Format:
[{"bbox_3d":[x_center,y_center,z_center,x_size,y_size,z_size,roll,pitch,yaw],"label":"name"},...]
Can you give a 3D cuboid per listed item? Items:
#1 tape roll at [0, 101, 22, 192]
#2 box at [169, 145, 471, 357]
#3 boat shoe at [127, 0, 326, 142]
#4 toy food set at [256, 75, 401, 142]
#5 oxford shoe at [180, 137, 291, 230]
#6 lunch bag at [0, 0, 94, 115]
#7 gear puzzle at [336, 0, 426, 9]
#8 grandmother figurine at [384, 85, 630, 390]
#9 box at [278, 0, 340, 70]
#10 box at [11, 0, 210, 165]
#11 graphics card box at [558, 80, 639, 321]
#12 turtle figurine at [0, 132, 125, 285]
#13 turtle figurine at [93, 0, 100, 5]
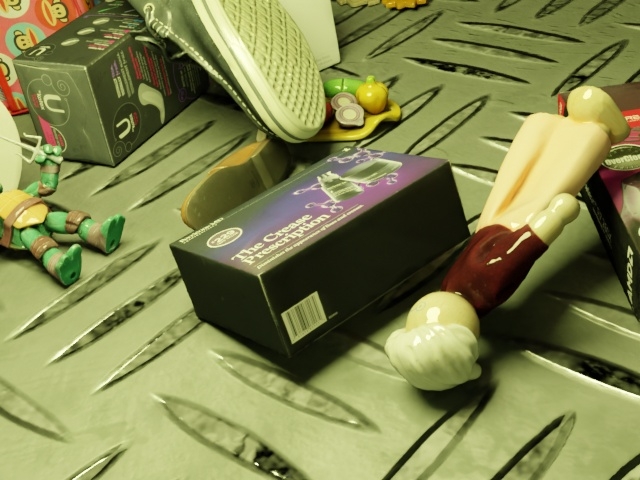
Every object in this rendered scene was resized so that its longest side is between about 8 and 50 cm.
[{"bbox_3d":[-0.539,-0.115,1.267,0.246,0.246,0.169,-33,40,-30],"label":"tape roll"},{"bbox_3d":[0.000,0.000,1.051,0.261,0.103,0.184,-31,24,-28],"label":"box"},{"bbox_3d":[-0.168,-0.309,1.350,0.500,0.156,0.187,52,28,18],"label":"boat shoe"},{"bbox_3d":[0.004,-0.201,1.402,0.218,0.071,0.128,-2,34,13],"label":"toy food set"},{"bbox_3d":[-0.120,-0.066,1.249,0.076,0.076,0.212,-6,22,34],"label":"oxford shoe"},{"bbox_3d":[-0.493,-0.355,1.568,0.258,0.293,0.120,-11,32,6],"label":"lunch bag"},{"bbox_3d":[0.101,-0.498,1.841,0.176,0.044,0.339,-18,34,-11],"label":"gear puzzle"},{"bbox_3d":[0.177,0.007,0.965,0.104,0.208,0.342,35,66,8],"label":"grandmother figurine"},{"bbox_3d":[-0.084,-0.348,1.546,0.181,0.181,0.119,-27,35,-23],"label":"box"},{"bbox_3d":[-0.309,-0.253,1.480,0.143,0.165,0.270,9,38,26],"label":"box"},{"bbox_3d":[0.413,-0.066,1.075,0.233,0.094,0.371,-7,35,5],"label":"graphics card box"},{"bbox_3d":[-0.371,-0.039,1.214,0.234,0.118,0.175,28,65,17],"label":"turtle figurine"},{"bbox_3d":[-0.360,-0.526,1.865,0.266,0.274,0.197,-21,72,-5],"label":"turtle figurine"}]
